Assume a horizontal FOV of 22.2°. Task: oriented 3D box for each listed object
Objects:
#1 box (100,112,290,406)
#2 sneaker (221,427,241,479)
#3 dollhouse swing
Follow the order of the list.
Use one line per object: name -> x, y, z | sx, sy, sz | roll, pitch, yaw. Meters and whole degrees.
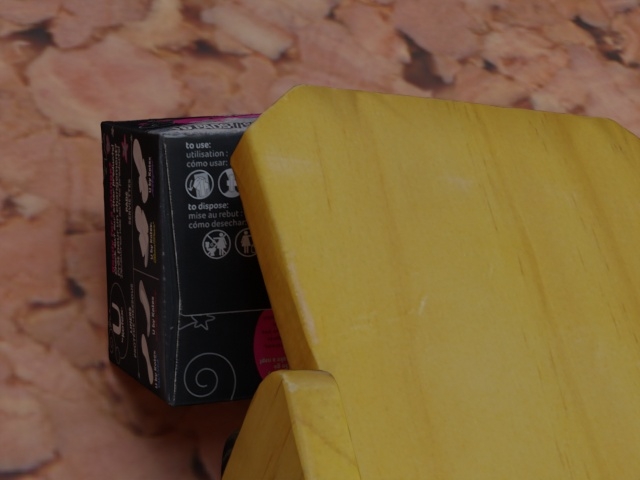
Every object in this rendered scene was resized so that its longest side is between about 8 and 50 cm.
box -> 0.000, 0.000, 1.008 | 0.247, 0.142, 0.163 | -4, 97, -23
sneaker -> -0.058, 0.180, 0.940 | 0.075, 0.063, 0.170 | 14, 55, -17
dollhouse swing -> 0.081, 0.133, 0.903 | 0.347, 0.315, 0.305 | 3, 36, -28
